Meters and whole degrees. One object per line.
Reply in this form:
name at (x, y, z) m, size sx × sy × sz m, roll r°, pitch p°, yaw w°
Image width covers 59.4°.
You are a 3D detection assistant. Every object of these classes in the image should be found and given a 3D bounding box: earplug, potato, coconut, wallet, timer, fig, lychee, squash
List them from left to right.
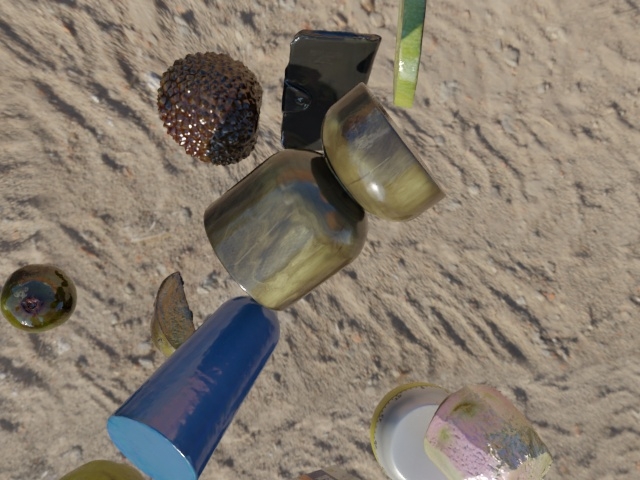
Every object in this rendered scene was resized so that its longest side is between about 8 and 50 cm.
fig at (-0.500, 0.101, 1.044) m, size 0.124 × 0.236 × 0.124 m, roll 0°, pitch 90°, yaw -8°
potato at (-0.299, 0.158, 1.083) m, size 0.089 × 0.100 × 0.172 m, roll -11°, pitch 73°, yaw -33°
lychee at (-0.268, -0.321, 1.362) m, size 0.267 × 0.267 × 0.268 m, roll -2°, pitch 103°, yaw -8°
earplug at (-0.147, 0.181, 0.772) m, size 0.132 × 0.273 × 0.132 m, roll 17°, pitch 131°, yaw 20°
wallet at (0.009, -0.338, 1.302) m, size 0.197 × 0.377 × 0.051 m, roll 0°, pitch 61°, yaw -10°
squash at (0.161, -0.368, 1.032) m, size 0.048 × 0.252 × 0.252 m, roll 6°, pitch 102°, yaw 5°
timer at (0.249, 0.494, 1.468) m, size 0.285 × 0.285 × 0.285 m, roll -2°, pitch 103°, yaw -8°
coconut at (0.352, 0.434, 1.222) m, size 0.233 × 0.245 × 0.233 m, roll -18°, pitch 126°, yaw -25°

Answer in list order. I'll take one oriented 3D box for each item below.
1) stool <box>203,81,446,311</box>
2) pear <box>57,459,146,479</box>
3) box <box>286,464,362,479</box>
stool at (0.003, -0.051, 0.730) m, size 0.264 × 0.179 × 0.179 m, roll -36°, pitch 105°, yaw 14°
pear at (-0.434, 0.587, 1.073) m, size 0.252 × 0.307 × 0.253 m, roll -4°, pitch 146°, yaw -3°
box at (-0.057, 0.532, 1.051) m, size 0.299 × 0.200 × 0.106 m, roll -10°, pitch 85°, yaw -22°
